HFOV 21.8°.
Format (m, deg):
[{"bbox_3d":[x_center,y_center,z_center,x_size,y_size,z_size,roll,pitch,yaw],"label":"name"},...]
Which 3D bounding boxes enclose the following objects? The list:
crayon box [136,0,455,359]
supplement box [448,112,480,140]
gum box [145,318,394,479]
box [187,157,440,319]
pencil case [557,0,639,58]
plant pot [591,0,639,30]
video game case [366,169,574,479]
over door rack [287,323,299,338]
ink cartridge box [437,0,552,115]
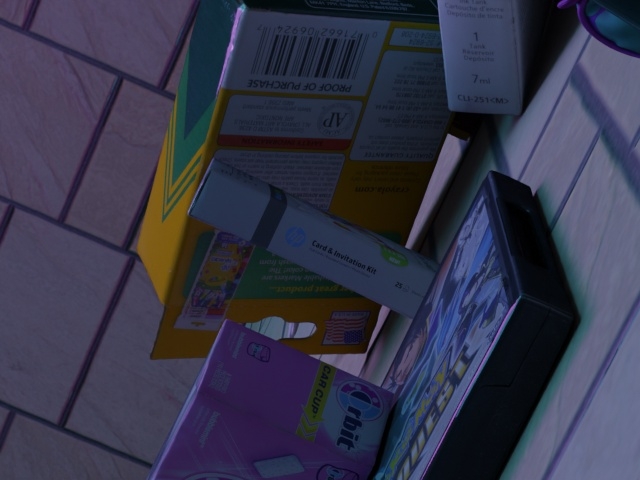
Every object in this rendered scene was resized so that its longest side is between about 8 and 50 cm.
[{"bbox_3d":[-0.020,-0.056,1.317,0.083,0.203,0.323,58,139,47],"label":"crayon box"},{"bbox_3d":[0.119,-0.132,1.368,0.055,0.043,0.083,-75,10,-71],"label":"supplement box"},{"bbox_3d":[-0.045,0.145,0.991,0.062,0.107,0.188,-70,6,-47],"label":"gum box"},{"bbox_3d":[0.000,0.000,1.165,0.038,0.186,0.145,-64,4,4],"label":"box"},{"bbox_3d":[0.168,-0.161,0.769,0.064,0.070,0.151,130,162,-74],"label":"pencil case"},{"bbox_3d":[0.155,-0.175,0.466,0.234,0.165,0.166,-59,4,-2],"label":"plant pot"},{"bbox_3d":[0.054,0.115,0.918,0.248,0.035,0.274,-81,15,-74],"label":"video game case"},{"bbox_3d":[-0.087,0.218,1.605,0.324,0.108,0.239,120,172,-53],"label":"over door rack"},{"bbox_3d":[0.137,-0.265,1.171,0.239,0.060,0.275,78,-155,-47],"label":"ink cartridge box"}]
